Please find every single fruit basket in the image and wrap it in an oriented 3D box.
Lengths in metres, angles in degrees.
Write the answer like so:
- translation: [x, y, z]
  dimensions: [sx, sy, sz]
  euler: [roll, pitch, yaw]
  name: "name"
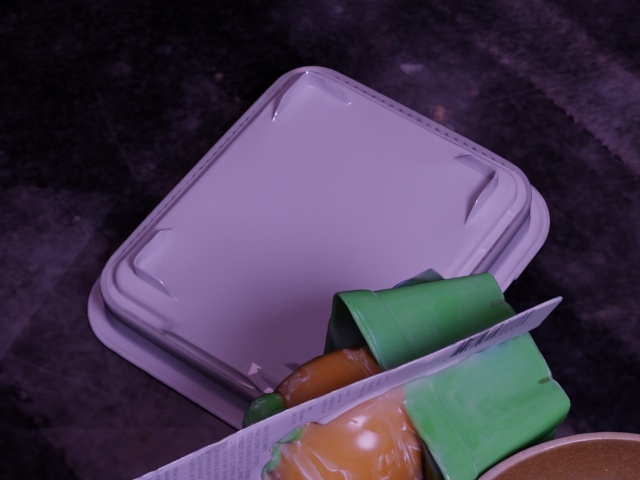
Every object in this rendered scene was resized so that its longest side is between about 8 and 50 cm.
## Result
- translation: [-0.026, 0.154, 1.136]
  dimensions: [0.353, 0.327, 0.165]
  euler: [-18, 66, -12]
  name: "fruit basket"

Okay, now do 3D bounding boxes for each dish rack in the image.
- translation: [0.000, 0.000, 1.402]
  dimensions: [0.285, 0.072, 0.333]
  euler: [30, 61, 20]
  name: "dish rack"

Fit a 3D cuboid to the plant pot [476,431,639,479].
- translation: [0.178, 0.285, 1.079]
  dimensions: [0.237, 0.254, 0.237]
  euler: [-1, 54, 2]
  name: "plant pot"
